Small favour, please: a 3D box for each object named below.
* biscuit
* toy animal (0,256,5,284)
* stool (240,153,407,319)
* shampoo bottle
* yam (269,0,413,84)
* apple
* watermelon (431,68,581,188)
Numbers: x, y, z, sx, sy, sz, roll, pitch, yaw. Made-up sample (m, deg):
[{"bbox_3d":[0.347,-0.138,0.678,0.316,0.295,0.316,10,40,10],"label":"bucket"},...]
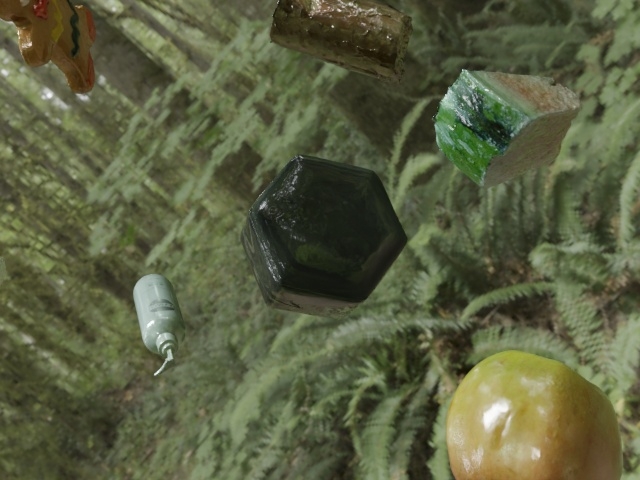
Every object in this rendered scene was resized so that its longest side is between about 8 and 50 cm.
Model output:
[{"bbox_3d":[-0.380,-0.310,1.123,0.036,0.165,0.250,-12,-20,14],"label":"biscuit"},{"bbox_3d":[-0.804,0.079,1.679,0.249,0.174,0.289,-33,-11,-4],"label":"toy animal"},{"bbox_3d":[0.000,0.000,1.189,0.232,0.232,0.141,-49,-4,-24],"label":"stool"},{"bbox_3d":[-0.196,0.104,1.008,0.056,0.056,0.195,-47,28,4],"label":"shampoo bottle"},{"bbox_3d":[0.041,-0.357,1.394,0.128,0.238,0.129,104,-172,-53],"label":"yam"},{"bbox_3d":[0.421,0.381,1.597,0.338,0.338,0.305,140,147,-66],"label":"apple"},{"bbox_3d":[0.399,-0.228,1.674,0.264,0.302,0.151,103,160,-60],"label":"watermelon"}]
